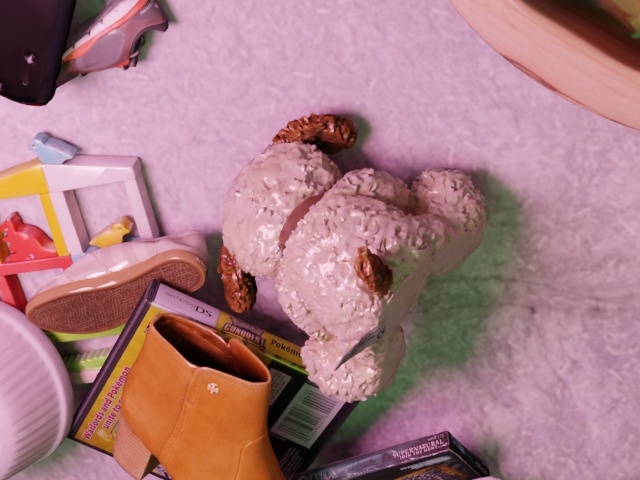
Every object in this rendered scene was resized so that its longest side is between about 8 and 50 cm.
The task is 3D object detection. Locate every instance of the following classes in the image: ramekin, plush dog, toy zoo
[{"bbox_3d":[-0.382,0.174,1.897,0.207,0.109,0.207,12,120,23],"label":"ramekin"},{"bbox_3d":[0.000,0.000,1.709,0.225,0.210,0.262,32,93,26],"label":"plush dog"},{"bbox_3d":[-0.260,0.019,1.867,0.192,0.030,0.293,-8,115,15],"label":"toy zoo"}]

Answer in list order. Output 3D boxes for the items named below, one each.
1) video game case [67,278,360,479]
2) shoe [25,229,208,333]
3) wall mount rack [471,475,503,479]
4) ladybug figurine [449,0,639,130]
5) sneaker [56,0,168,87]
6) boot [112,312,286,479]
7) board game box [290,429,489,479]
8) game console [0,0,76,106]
[{"bbox_3d":[-0.117,0.179,1.873,0.248,0.035,0.275,25,135,-9],"label":"video game case"},{"bbox_3d":[-0.211,0.043,1.826,0.219,0.058,0.076,-18,134,22],"label":"shoe"},{"bbox_3d":[0.101,0.399,1.929,0.304,0.130,0.350,-19,124,15],"label":"wall mount rack"},{"bbox_3d":[0.271,-0.269,1.486,0.449,0.162,0.305,36,117,8],"label":"ladybug figurine"},{"bbox_3d":[-0.216,-0.185,1.737,0.158,0.061,0.065,-34,113,25],"label":"sneaker"},{"bbox_3d":[-0.077,0.215,1.763,0.295,0.104,0.211,33,132,9],"label":"boot"},{"bbox_3d":[0.077,0.261,1.898,0.186,0.026,0.126,-18,147,18],"label":"board game box"},{"bbox_3d":[-0.367,-0.348,1.647,0.342,0.060,0.387,23,123,6],"label":"game console"}]
